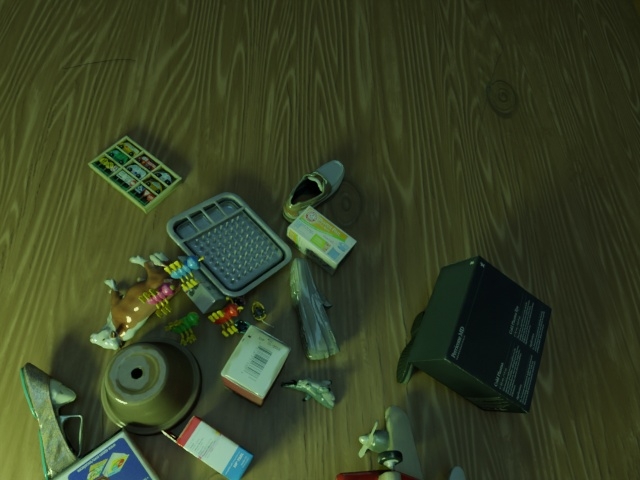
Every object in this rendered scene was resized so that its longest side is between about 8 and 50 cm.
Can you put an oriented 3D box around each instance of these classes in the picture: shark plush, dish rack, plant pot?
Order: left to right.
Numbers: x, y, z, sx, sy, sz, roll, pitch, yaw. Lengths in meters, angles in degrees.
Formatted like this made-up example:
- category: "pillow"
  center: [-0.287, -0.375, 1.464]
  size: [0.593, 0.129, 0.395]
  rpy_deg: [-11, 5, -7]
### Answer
- category: "plant pot"
  center: [-0.452, 0.366, 1.189]
  size: [0.263, 0.229, 0.263]
  rpy_deg: [4, 64, -8]
- category: "dish rack"
  center: [-0.287, 0.018, 1.439]
  size: [0.333, 0.072, 0.285]
  rpy_deg: [44, 49, 13]
- category: "shark plush"
  center: [-0.034, 0.439, 1.316]
  size: [0.161, 0.073, 0.067]
  rpy_deg: [12, 93, -8]

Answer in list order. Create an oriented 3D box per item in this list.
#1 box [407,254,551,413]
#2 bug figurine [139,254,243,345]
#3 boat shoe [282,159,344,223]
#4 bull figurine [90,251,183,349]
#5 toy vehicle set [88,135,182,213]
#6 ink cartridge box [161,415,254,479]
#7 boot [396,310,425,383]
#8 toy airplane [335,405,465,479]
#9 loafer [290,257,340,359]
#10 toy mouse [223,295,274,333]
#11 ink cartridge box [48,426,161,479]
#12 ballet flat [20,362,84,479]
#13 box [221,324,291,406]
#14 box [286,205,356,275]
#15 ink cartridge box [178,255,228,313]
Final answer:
- category: "box"
  center: [0.477, 0.278, 1.352]
  size: [0.312, 0.179, 0.343]
  rpy_deg: [35, 63, -13]
- category: "bug figurine"
  center: [-0.354, 0.164, 1.246]
  size: [0.216, 0.279, 0.072]
  rpy_deg: [-27, 31, 6]
- category: "boat shoe"
  center: [-0.012, -0.185, 1.587]
  size: [0.113, 0.103, 0.302]
  rpy_deg: [36, 65, 9]
- category: "bull figurine"
  center: [-0.534, 0.169, 1.312]
  size: [0.310, 0.101, 0.188]
  rpy_deg: [-38, 68, -2]
- category: "toy vehicle set"
  center: [-0.629, -0.228, 1.553]
  size: [0.267, 0.035, 0.166]
  rpy_deg: [37, 65, 10]
- category: "ink cartridge box"
  center: [-0.289, 0.530, 1.185]
  size: [0.231, 0.134, 0.078]
  rpy_deg: [31, 65, 6]
- category: "boot"
  center: [0.343, 0.351, 1.401]
  size: [0.161, 0.083, 0.246]
  rpy_deg: [29, 65, -1]
- category: "toy airplane"
  center: [0.207, 0.671, 1.153]
  size: [0.384, 0.272, 0.386]
  rpy_deg: [56, 33, 7]
- category: "loafer"
  center: [-0.021, 0.204, 1.403]
  size: [0.111, 0.112, 0.319]
  rpy_deg: [-8, 74, -18]
- category: "toy mouse"
  center: [-0.242, 0.232, 1.393]
  size: [0.143, 0.031, 0.161]
  rpy_deg: [-24, 70, -19]
- category: "ink cartridge box"
  center: [-0.530, 0.676, 1.100]
  size: [0.303, 0.072, 0.307]
  rpy_deg: [-33, 95, -22]
- category: "ballet flat"
  center: [-0.684, 0.456, 1.187]
  size: [0.106, 0.107, 0.316]
  rpy_deg: [-18, 79, -21]
- category: "box"
  center: [-0.175, 0.348, 1.235]
  size: [0.127, 0.232, 0.148]
  rpy_deg: [28, 64, 5]
- category: "box"
  center: [0.000, 0.000, 1.500]
  size: [0.203, 0.103, 0.114]
  rpy_deg: [37, 65, 10]
- category: "ink cartridge box"
  center: [-0.364, 0.129, 1.377]
  size: [0.181, 0.104, 0.061]
  rpy_deg: [46, 103, 14]
